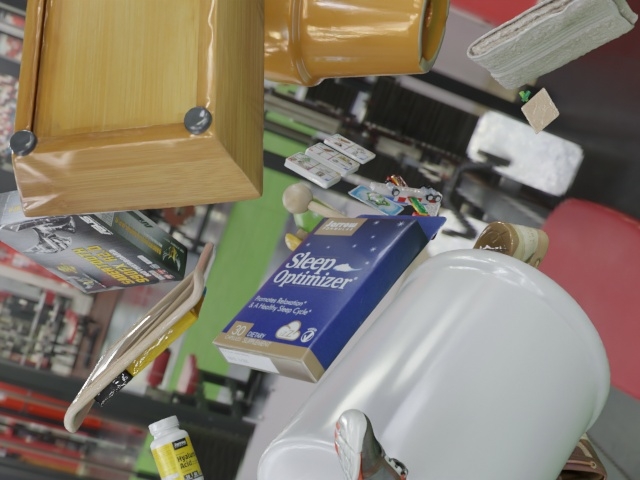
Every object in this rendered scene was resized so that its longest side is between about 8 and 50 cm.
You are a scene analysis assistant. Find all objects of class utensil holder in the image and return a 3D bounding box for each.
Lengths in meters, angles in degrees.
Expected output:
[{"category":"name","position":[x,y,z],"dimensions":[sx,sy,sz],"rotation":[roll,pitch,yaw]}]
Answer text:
[{"category":"utensil holder","position":[0.152,0.248,1.229],"dimensions":[0.385,0.327,0.328],"rotation":[-43,-6,-42]}]

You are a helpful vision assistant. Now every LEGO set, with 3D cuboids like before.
[{"category":"LEGO set","position":[0.082,-0.072,1.453],"dimensions":[0.182,0.244,0.060],"rotation":[-35,-29,-58]}]

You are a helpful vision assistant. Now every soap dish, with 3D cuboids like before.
[{"category":"soap dish","position":[-0.170,-0.173,0.894],"dimensions":[0.118,0.228,0.291],"rotation":[61,-154,-68]}]

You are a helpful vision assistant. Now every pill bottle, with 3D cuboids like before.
[{"category":"pill bottle","position":[-0.240,0.350,1.557],"dimensions":[0.116,0.065,0.065],"rotation":[68,153,9]}]

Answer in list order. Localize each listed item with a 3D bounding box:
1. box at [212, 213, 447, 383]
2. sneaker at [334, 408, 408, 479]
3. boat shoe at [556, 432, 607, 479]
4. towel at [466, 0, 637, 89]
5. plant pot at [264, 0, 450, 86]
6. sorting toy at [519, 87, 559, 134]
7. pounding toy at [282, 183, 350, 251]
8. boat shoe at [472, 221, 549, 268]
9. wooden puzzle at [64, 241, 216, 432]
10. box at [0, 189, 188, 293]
[{"category":"box","position":[0.011,0.037,0.921],"dimensions":[0.136,0.036,0.225],"rotation":[2,42,49]},{"category":"sneaker","position":[0.055,0.227,0.964],"dimensions":[0.061,0.064,0.158],"rotation":[-121,21,-53]},{"category":"boat shoe","position":[0.336,0.408,1.622],"dimensions":[0.123,0.341,0.123],"rotation":[-120,35,-43]},{"category":"towel","position":[0.430,-0.376,1.754],"dimensions":[0.282,0.187,0.049],"rotation":[-27,63,26]},{"category":"plant pot","position":[0.042,-0.269,1.084],"dimensions":[0.205,0.187,0.205],"rotation":[12,-90,-73]},{"category":"sorting toy","position":[0.373,-0.232,1.635],"dimensions":[0.062,0.012,0.083],"rotation":[-47,59,44]},{"category":"pounding toy","position":[0.000,0.000,1.708],"dimensions":[0.110,0.183,0.237],"rotation":[-55,-11,-6]},{"category":"boat shoe","position":[0.286,0.116,1.670],"dimensions":[0.341,0.110,0.122],"rotation":[-62,38,35]},{"category":"wooden puzzle","position":[-0.207,0.115,1.164],"dimensions":[0.239,0.044,0.221],"rotation":[-47,8,6]},{"category":"box","position":[-0.326,-0.002,1.346],"dimensions":[0.183,0.231,0.056],"rotation":[-9,60,24]}]
